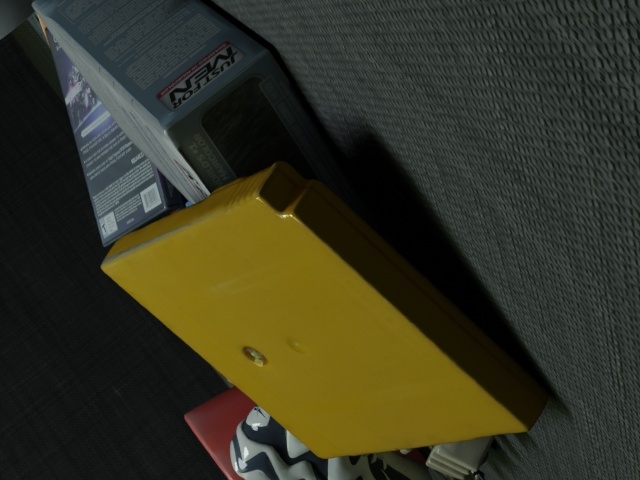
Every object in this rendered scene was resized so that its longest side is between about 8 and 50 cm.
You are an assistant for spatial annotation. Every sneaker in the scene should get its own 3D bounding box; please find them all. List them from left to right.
[{"bbox_3d":[0.036,0.197,1.624,0.235,0.153,0.094,19,-155,-16],"label":"sneaker"}]

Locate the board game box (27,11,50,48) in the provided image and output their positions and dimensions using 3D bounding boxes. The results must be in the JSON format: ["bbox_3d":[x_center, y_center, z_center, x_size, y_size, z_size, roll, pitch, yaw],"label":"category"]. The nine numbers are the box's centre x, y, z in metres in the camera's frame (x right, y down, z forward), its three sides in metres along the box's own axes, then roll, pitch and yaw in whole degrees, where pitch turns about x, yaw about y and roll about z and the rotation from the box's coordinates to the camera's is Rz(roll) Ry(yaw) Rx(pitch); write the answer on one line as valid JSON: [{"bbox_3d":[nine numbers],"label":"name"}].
[{"bbox_3d":[-0.422,-0.375,2.289,0.318,0.066,0.318,52,173,3],"label":"board game box"}]

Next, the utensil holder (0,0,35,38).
[{"bbox_3d":[-0.478,-0.398,1.567,0.327,0.327,0.385,43,166,52],"label":"utensil holder"}]

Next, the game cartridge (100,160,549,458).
[{"bbox_3d":[-0.007,0.069,1.273,0.285,0.052,0.324,43,151,-16],"label":"game cartridge"}]

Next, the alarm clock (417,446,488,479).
[{"bbox_3d":[0.131,0.202,1.602,0.192,0.064,0.129,52,173,34],"label":"alarm clock"}]

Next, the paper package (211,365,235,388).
[{"bbox_3d":[-0.160,0.051,2.292,0.309,0.168,0.325,51,173,12],"label":"paper package"}]

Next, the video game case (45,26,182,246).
[{"bbox_3d":[-0.238,-0.145,1.749,0.196,0.026,0.274,-25,79,59],"label":"video game case"}]

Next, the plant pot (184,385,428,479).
[{"bbox_3d":[0.006,0.256,1.937,0.275,0.243,0.275,51,172,10],"label":"plant pot"}]

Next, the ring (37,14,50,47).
[{"bbox_3d":[-0.314,-0.272,1.962,0.336,0.032,0.336,57,162,30],"label":"ring"}]

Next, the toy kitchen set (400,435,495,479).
[{"bbox_3d":[0.074,0.126,1.469,0.207,0.122,0.166,26,169,4],"label":"toy kitchen set"}]

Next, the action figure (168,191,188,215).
[{"bbox_3d":[-0.148,-0.086,1.857,0.330,0.178,0.341,172,90,-75],"label":"action figure"}]

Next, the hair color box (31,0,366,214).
[{"bbox_3d":[-0.121,-0.130,1.415,0.185,0.113,0.374,56,172,-35],"label":"hair color box"}]

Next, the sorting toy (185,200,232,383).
[{"bbox_3d":[-0.058,0.105,1.695,0.196,0.047,0.347,8,129,33],"label":"sorting toy"}]
